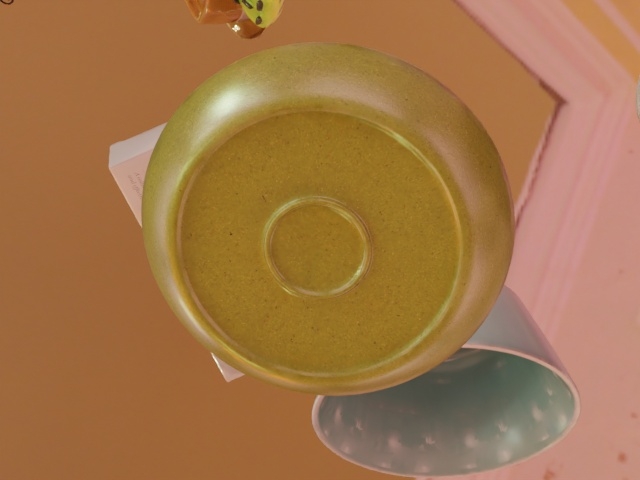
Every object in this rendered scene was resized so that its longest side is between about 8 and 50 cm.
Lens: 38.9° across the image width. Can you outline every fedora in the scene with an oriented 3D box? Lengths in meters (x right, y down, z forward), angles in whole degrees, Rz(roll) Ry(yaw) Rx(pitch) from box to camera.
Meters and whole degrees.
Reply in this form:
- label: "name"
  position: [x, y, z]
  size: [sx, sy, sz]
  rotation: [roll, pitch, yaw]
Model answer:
- label: "fedora"
  position: [-0.144, -0.358, 1.248]
  size: [0.079, 0.194, 0.194]
  rotation: [-27, -69, -22]

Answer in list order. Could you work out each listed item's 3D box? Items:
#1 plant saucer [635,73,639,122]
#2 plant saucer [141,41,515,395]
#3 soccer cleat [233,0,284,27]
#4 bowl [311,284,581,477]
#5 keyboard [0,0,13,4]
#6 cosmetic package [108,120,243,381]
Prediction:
- label: "plant saucer"
  position: [0.369, -0.205, 0.575]
  size: [0.100, 0.400, 0.400]
  rotation: [48, -114, -19]
- label: "plant saucer"
  position: [0.000, 0.000, 0.566]
  size: [0.037, 0.241, 0.240]
  rotation: [-71, -34, -68]
- label: "soccer cleat"
  position: [-0.055, -0.386, 1.093]
  size: [0.121, 0.093, 0.289]
  rotation: [-33, -32, -27]
- label: "bowl"
  position: [0.145, 0.149, 1.104]
  size: [0.311, 0.312, 0.163]
  rotation: [38, -144, -35]
- label: "keyboard"
  position: [-0.400, -0.257, 0.878]
  size: [0.202, 0.033, 0.317]
  rotation: [-24, -106, -10]
- label: "cosmetic package"
  position: [-0.082, -0.016, 1.269]
  size: [0.285, 0.097, 0.377]
  rotation: [-25, -62, -1]
